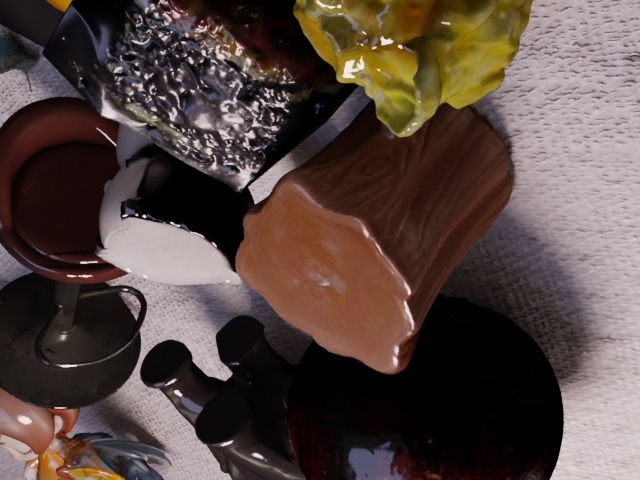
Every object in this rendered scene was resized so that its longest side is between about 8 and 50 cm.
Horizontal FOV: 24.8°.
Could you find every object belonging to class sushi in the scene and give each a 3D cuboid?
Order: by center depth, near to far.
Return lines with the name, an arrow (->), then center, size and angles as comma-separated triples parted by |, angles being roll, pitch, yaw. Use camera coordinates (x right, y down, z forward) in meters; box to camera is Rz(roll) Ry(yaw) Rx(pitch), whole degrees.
sushi -> -0.088, -0.194, 1.386 | 0.227, 0.215, 0.212 | 46, 140, 1

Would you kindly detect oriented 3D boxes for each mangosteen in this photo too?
mangosteen -> 0.103, 0.208, 1.525 | 0.297, 0.313, 0.297 | 18, 167, 4

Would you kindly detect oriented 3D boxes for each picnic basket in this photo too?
picnic basket -> -0.388, -0.215, 1.804 | 0.083, 0.065, 0.083 | -1, 104, 34

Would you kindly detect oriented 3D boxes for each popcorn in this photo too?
popcorn -> 0.072, -0.214, 1.209 | 0.181, 0.216, 0.235 | 2, 140, 39

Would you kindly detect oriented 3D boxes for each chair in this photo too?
chair -> -0.318, 0.024, 1.840 | 0.227, 0.226, 0.401 | 35, 144, 12

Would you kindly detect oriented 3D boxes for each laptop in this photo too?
laptop -> -0.307, -0.270, 1.703 | 0.197, 0.016, 0.135 | 29, 142, 17

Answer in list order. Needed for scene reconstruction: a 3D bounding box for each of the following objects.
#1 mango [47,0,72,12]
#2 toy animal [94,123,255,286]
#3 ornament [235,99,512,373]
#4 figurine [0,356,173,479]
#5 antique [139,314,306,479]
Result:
mango -> -0.260, -0.335, 1.483 | 0.187, 0.138, 0.257 | 24, 146, 3
toy animal -> -0.142, -0.079, 1.551 | 0.165, 0.235, 0.187 | 15, 156, -19
ornament -> 0.059, -0.024, 1.416 | 0.221, 0.217, 0.235 | -4, 125, 47
figurine -> -0.395, 0.277, 2.204 | 0.277, 0.248, 0.388 | -5, 133, 44
antique -> -0.043, 0.236, 1.805 | 0.322, 0.185, 0.255 | 30, 161, 46
